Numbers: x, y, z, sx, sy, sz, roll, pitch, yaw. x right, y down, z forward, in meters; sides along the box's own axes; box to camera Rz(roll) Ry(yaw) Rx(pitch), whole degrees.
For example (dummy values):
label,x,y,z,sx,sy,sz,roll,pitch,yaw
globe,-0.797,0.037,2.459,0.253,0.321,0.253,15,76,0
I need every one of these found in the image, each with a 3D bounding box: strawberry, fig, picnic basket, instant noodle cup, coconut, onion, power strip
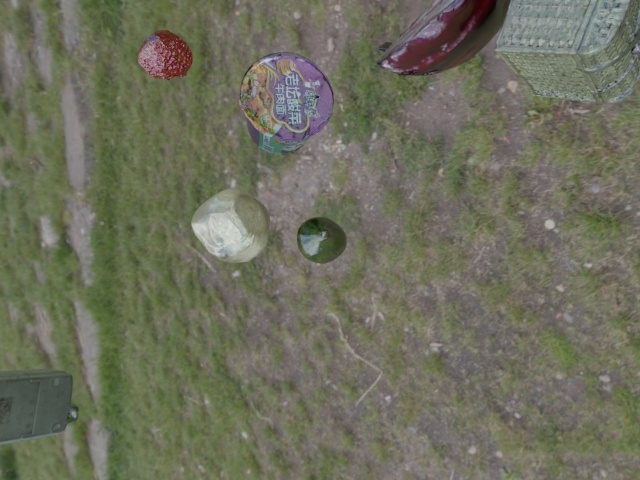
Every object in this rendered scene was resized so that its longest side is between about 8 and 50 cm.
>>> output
label,x,y,z,sx,sy,sz,roll,pitch,yaw
strawberry,-0.401,-0.477,1.199,0.131,0.148,0.131,-5,70,14
fig,0.000,0.000,1.044,0.177,0.117,0.117,-61,-40,-87
picnic basket,0.366,-0.286,0.657,0.154,0.196,0.134,26,100,38
instant noodle cup,-0.104,-0.360,1.314,0.190,0.251,0.251,139,113,-75
coconut,-0.247,-0.035,1.317,0.224,0.224,0.224,15,111,45
onion,0.230,-0.366,0.803,0.146,0.280,0.314,41,138,-15
power strip,-0.388,0.179,0.488,0.052,0.272,0.078,-3,79,31
